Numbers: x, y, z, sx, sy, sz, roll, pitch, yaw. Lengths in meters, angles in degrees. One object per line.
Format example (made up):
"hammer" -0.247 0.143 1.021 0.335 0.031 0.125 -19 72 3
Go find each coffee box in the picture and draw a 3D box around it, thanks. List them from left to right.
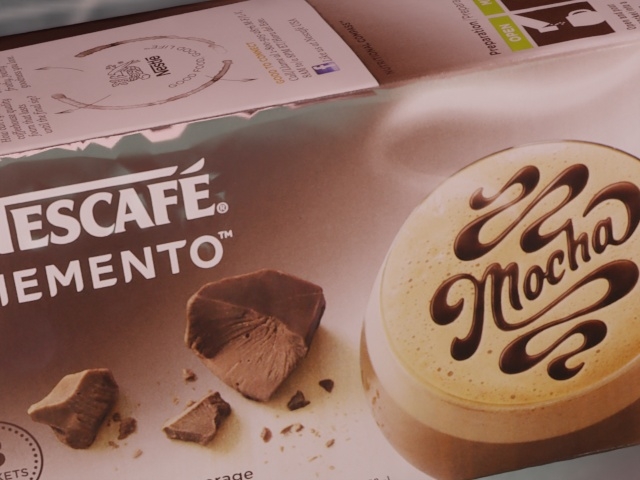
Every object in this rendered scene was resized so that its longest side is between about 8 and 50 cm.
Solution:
"coffee box" 0.000 0.000 0.735 0.297 0.119 0.168 -10 117 -8
